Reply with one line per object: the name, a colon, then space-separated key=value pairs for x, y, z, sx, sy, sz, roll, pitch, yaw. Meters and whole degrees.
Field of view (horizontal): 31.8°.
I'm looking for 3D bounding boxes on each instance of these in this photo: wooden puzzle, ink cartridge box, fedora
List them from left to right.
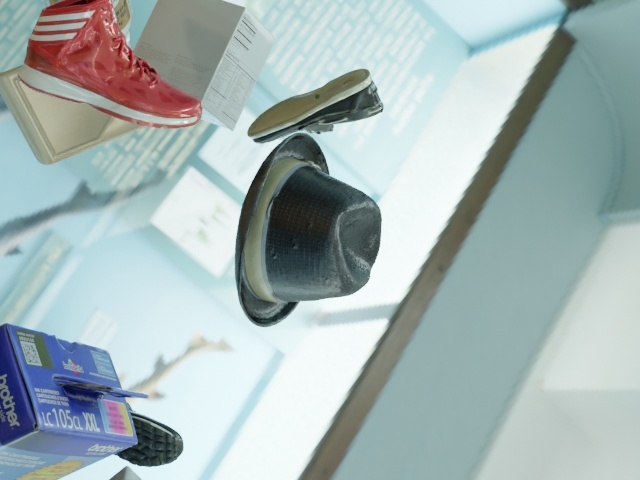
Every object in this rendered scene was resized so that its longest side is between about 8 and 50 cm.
ink cartridge box: x=-0.424 y=0.240 z=1.447 sx=0.395 sy=0.151 sz=0.270 roll=-27 pitch=160 yaw=10
wooden puzzle: x=-0.435 y=-0.256 z=2.014 sx=0.239 sy=0.221 sz=0.044 roll=-19 pitch=-134 yaw=-2
fedora: x=0.000 y=0.000 z=1.689 sx=0.153 sy=0.334 sz=0.334 roll=15 pitch=-122 yaw=20

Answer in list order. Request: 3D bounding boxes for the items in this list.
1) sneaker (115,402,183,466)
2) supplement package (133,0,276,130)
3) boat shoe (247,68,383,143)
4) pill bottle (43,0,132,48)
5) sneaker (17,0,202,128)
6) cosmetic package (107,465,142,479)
sneaker: x=-0.379 y=0.338 z=2.130 sx=0.124 sy=0.283 sz=0.107 roll=-53 pitch=150 yaw=-59
supplement package: x=-0.230 y=-0.349 z=2.141 sx=0.194 sy=0.149 sz=0.203 roll=23 pitch=-95 yaw=26
boat shoe: x=-0.011 y=-0.202 z=1.845 sx=0.233 sy=0.079 sz=0.084 roll=-20 pitch=-145 yaw=17
pill bottle: x=-0.366 y=-0.373 z=1.767 sx=0.229 sy=0.131 sz=0.131 roll=88 pitch=27 yaw=-59
sneaker: x=-0.229 y=-0.213 z=1.307 sx=0.128 sy=0.221 sz=0.087 roll=-69 pitch=-153 yaw=19
cosmetic package: x=-0.234 y=0.408 z=1.104 sx=0.217 sy=0.156 sz=0.385 roll=-41 pitch=-167 yaw=3
